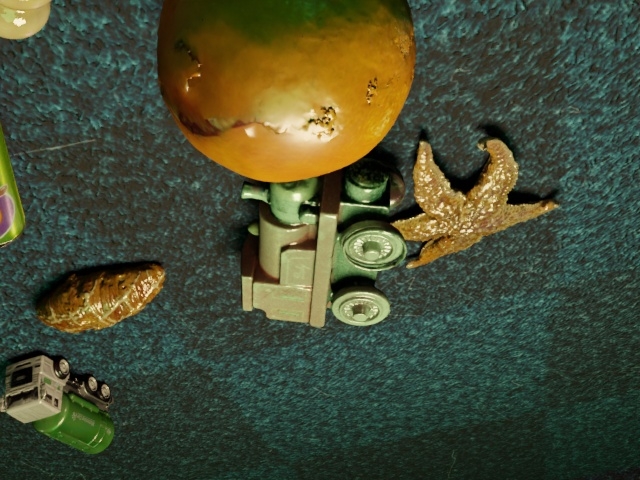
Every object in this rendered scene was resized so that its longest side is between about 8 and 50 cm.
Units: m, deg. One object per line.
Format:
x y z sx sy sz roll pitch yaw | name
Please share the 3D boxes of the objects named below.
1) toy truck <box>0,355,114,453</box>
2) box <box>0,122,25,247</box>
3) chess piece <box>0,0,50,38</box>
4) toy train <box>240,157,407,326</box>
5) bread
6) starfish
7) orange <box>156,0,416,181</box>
-0.473 0.306 1.494 0.101 0.125 0.242 -17 144 15 | toy truck
-0.417 -0.113 0.891 0.134 0.097 0.345 -17 150 -22 | box
-0.277 -0.255 0.743 0.094 0.094 0.170 11 149 -26 | chess piece
0.000 0.000 1.125 0.222 0.150 0.304 7 140 0 | toy train
-0.345 0.096 1.255 0.233 0.076 0.105 -19 147 13 | bread
0.191 -0.037 1.190 0.299 0.060 0.302 15 140 -35 | starfish
-0.032 -0.176 0.766 0.246 0.246 0.246 -6 146 -4 | orange
